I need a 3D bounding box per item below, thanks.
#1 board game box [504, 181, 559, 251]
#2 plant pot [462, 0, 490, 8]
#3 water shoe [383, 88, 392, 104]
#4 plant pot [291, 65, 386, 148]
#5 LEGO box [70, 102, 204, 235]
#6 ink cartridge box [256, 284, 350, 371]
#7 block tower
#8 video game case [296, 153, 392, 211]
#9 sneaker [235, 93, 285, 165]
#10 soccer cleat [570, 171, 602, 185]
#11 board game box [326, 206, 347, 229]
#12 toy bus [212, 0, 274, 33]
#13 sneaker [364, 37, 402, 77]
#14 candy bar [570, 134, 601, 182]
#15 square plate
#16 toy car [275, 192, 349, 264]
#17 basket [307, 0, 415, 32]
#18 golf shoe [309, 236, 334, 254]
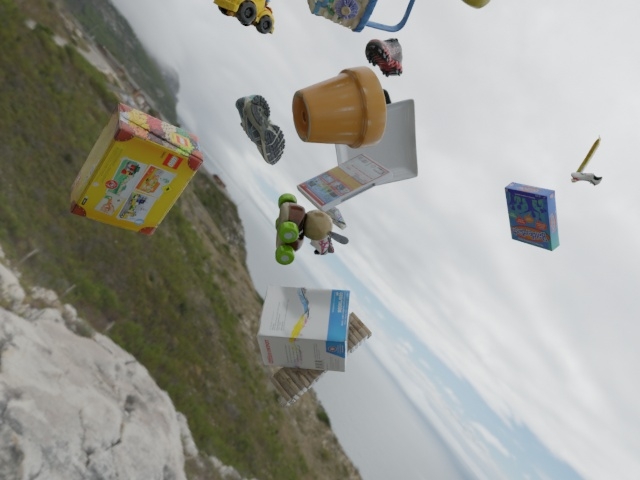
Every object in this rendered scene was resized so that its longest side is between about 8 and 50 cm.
[{"bbox_3d":[0.700,-0.080,1.694,0.160,0.047,0.210,24,-39,53],"label":"board game box"},{"bbox_3d":[0.583,-0.920,1.898,0.095,0.134,0.134,40,4,-32],"label":"plant pot"},{"bbox_3d":[0.302,-0.570,2.268,0.080,0.073,0.203,-20,97,-79],"label":"water shoe"},{"bbox_3d":[0.036,-0.327,1.301,0.205,0.188,0.205,166,-90,-71],"label":"plant pot"},{"bbox_3d":[-0.810,-0.291,2.247,0.373,0.500,0.193,20,35,-39],"label":"LEGO box"},{"bbox_3d":[-0.040,0.241,1.408,0.171,0.233,0.168,88,8,-50],"label":"ink cartridge box"},{"bbox_3d":[-0.002,0.352,1.527,0.097,0.335,0.091,47,-11,19],"label":"block tower"},{"bbox_3d":[0.082,-0.208,1.801,0.204,0.285,0.025,46,-21,51],"label":"video game case"},{"bbox_3d":[-0.223,-0.407,1.877,0.122,0.110,0.282,16,-41,37],"label":"sneaker"},{"bbox_3d":[0.750,-0.179,1.442,0.083,0.029,0.035,19,-30,3],"label":"soccer cleat"},{"bbox_3d":[0.038,-0.114,2.082,0.154,0.026,0.103,37,-17,44],"label":"board game box"},{"bbox_3d":[-0.243,-0.880,1.844,0.149,0.211,0.220,35,15,35],"label":"toy bus"},{"bbox_3d":[0.255,-0.755,2.039,0.098,0.134,0.276,6,0,30],"label":"sneaker"},{"bbox_3d":[0.830,-0.251,1.597,0.018,0.161,0.040,35,11,31],"label":"candy bar"},{"bbox_3d":[0.226,-0.387,2.106,0.049,0.344,0.347,-109,-172,-58],"label":"square plate"},{"bbox_3d":[-0.022,-0.027,1.355,0.155,0.189,0.148,-96,-167,-50],"label":"toy car"},{"bbox_3d":[0.117,-0.636,1.253,0.254,0.289,0.201,115,-34,-54],"label":"basket"},{"bbox_3d":[0.000,0.000,1.932,0.186,0.086,0.067,75,0,-52],"label":"golf shoe"}]
